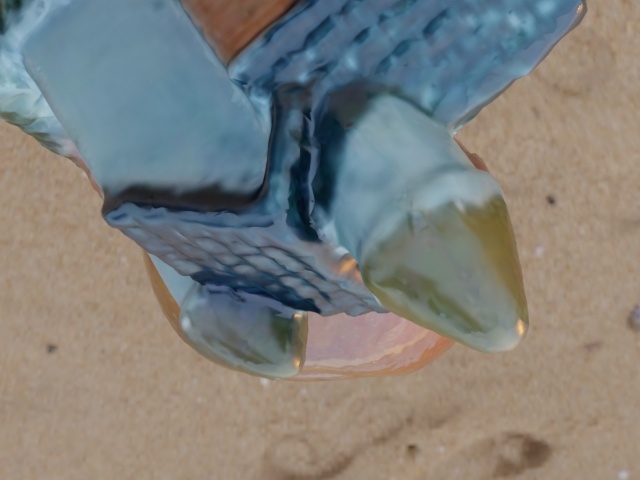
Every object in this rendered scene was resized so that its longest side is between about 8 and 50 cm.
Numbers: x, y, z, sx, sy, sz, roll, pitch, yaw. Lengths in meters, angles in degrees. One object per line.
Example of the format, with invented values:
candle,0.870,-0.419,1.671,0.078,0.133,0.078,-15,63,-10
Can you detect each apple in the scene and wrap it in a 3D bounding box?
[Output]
apple,0.000,0.000,1.019,0.252,0.272,0.206,11,85,2

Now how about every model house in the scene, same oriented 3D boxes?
model house,0.005,-0.053,0.579,0.253,0.291,0.184,-36,143,9
